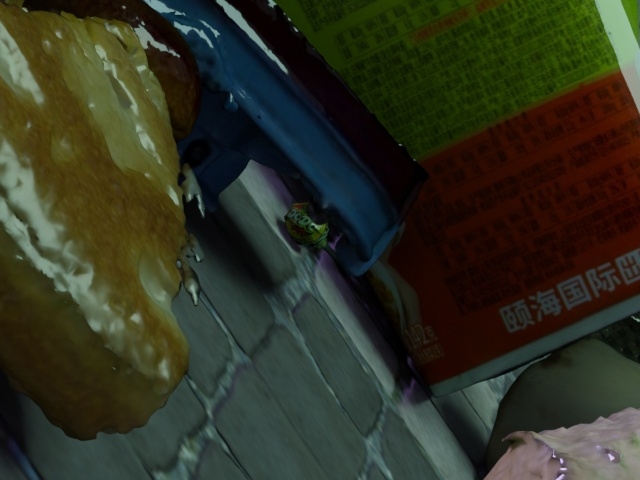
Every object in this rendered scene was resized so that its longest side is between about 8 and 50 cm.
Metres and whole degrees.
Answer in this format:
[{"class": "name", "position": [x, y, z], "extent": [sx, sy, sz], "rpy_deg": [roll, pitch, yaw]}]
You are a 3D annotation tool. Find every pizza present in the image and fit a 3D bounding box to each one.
[{"class": "pizza", "position": [-0.098, -0.030, 0.600], "extent": [0.154, 0.069, 0.194], "rpy_deg": [55, 16, -16]}]

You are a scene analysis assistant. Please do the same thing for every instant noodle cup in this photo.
[{"class": "instant noodle cup", "position": [0.099, -0.087, 1.074], "extent": [0.308, 0.294, 0.294], "rpy_deg": [65, 14, 3]}]

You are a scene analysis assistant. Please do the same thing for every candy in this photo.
[{"class": "candy", "position": [0.000, 0.000, 1.005], "extent": [0.083, 0.025, 0.023], "rpy_deg": [48, 42, -67]}]

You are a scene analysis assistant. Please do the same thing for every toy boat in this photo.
[{"class": "toy boat", "position": [-0.035, -0.055, 0.834], "extent": [0.223, 0.097, 0.100], "rpy_deg": [46, 3, -36]}]

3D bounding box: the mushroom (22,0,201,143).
[{"class": "mushroom", "position": [-0.082, -0.053, 0.723], "extent": [0.088, 0.073, 0.129], "rpy_deg": [115, -40, -56]}]

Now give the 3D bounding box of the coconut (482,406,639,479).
[{"class": "coconut", "position": [0.091, 0.187, 0.446], "extent": [0.233, 0.245, 0.233], "rpy_deg": [16, 31, -10]}]

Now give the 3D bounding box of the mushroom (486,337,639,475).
[{"class": "mushroom", "position": [0.218, 0.170, 0.991], "extent": [0.290, 0.292, 0.292], "rpy_deg": [28, -1, 27]}]

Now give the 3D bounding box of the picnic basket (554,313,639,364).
[{"class": "picnic basket", "position": [0.294, 0.048, 1.557], "extent": [0.134, 0.196, 0.154], "rpy_deg": [54, 12, -24]}]
